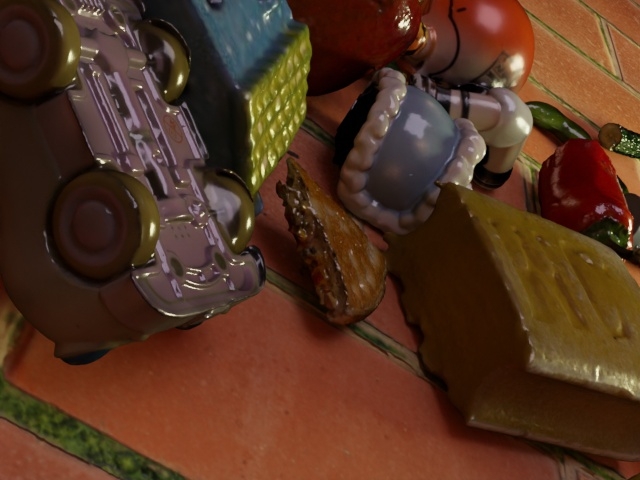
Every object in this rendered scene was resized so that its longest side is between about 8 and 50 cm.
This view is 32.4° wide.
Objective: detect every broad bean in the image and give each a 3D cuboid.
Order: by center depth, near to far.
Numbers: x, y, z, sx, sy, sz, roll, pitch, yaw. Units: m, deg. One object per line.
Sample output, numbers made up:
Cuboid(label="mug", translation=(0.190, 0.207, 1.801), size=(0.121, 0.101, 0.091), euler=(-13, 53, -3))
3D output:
Cuboid(label="broad bean", translation=(0.455, -0.158, 1.974), size=(0.292, 0.049, 0.144), euler=(42, 38, 4))

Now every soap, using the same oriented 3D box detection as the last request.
Cuboid(label="soap", translation=(0.269, 0.105, 1.356), size=(0.335, 0.156, 0.293), euler=(20, 34, -34))

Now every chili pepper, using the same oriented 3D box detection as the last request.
Cuboid(label="chili pepper", translation=(0.411, -0.015, 1.671), size=(0.135, 0.131, 0.338), euler=(55, 19, -30))

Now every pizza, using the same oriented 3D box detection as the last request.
Cuboid(label="pizza", translation=(0.000, 0.000, 1.243), size=(0.199, 0.062, 0.188), euler=(60, 19, -3))

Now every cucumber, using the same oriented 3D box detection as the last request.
Cuboid(label="cucumber", translation=(0.619, -0.192, 2.186), size=(0.187, 0.058, 0.058), euler=(8, 46, -45))

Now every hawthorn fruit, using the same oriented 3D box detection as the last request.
Cuboid(label="hawthorn fruit", translation=(0.030, -0.315, 1.476), size=(0.224, 0.260, 0.224), euler=(-8, 90, -72))

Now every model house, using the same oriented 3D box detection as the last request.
Cuboid(label="model house", translation=(-0.132, -0.182, 1.213), size=(0.303, 0.215, 0.237), euler=(65, 26, -21))

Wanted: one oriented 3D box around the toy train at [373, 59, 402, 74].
Cuboid(label="toy train", translation=(0.071, -0.301, 1.684), size=(0.149, 0.081, 0.099), euler=(18, 39, -34))

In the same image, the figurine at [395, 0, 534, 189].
Cuboid(label="figurine", translation=(0.229, -0.268, 1.677), size=(0.320, 0.196, 0.323), euler=(35, 44, -45))

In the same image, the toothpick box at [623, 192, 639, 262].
Cuboid(label="toothpick box", translation=(0.555, -0.006, 1.848), size=(0.153, 0.101, 0.101), euler=(24, 36, -25))

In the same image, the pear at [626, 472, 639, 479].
Cuboid(label="pear", translation=(0.354, 0.372, 1.003), size=(0.304, 0.304, 0.304), euler=(28, 34, -22))

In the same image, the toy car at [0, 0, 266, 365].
Cuboid(label="toy car", translation=(-0.224, -0.059, 0.982), size=(0.336, 0.226, 0.242), euler=(67, 21, 4))

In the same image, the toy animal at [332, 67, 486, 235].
Cuboid(label="toy animal", translation=(0.119, -0.117, 1.450), size=(0.204, 0.156, 0.208), euler=(31, 37, -11))
